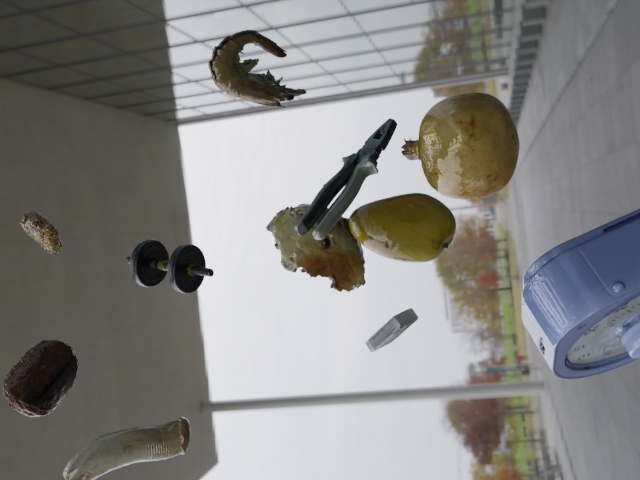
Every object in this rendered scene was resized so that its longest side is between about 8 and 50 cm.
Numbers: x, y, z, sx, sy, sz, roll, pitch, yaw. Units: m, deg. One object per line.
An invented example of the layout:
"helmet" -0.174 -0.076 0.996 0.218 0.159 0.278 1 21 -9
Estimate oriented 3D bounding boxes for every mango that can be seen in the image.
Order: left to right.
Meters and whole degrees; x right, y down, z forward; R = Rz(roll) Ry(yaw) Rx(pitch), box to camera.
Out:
"mango" 0.148 -0.024 1.394 0.098 0.195 0.137 97 178 -53

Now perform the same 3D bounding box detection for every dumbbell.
"dumbbell" -0.443 0.074 2.246 0.143 0.326 0.143 -16 -72 -57

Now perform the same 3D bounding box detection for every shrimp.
"shrimp" -0.148 -0.419 1.878 0.058 0.253 0.173 -136 54 -65

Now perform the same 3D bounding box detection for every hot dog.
"hot dog" -0.745 0.370 2.054 0.160 0.099 0.227 42 -140 -5

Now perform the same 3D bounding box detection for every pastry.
"pastry" -0.645 -0.023 1.786 0.056 0.140 0.080 -37 -39 -30
"pastry" 0.004 0.001 1.880 0.256 0.170 0.237 30 -169 -28

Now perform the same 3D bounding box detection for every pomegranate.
"pomegranate" 0.411 -0.275 2.280 0.342 0.343 0.342 -6 -90 -77

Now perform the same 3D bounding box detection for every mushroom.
"mushroom" -0.520 0.572 2.092 0.095 0.351 0.122 12 114 65

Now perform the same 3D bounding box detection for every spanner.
"spanner" 0.063 -0.132 1.601 0.324 0.096 0.040 -53 -52 -18

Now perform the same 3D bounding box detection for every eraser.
"eraser" 0.136 0.174 1.486 0.052 0.122 0.029 -19 -111 -37

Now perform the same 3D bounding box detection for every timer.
"timer" 0.538 0.108 1.314 0.173 0.395 0.395 64 -179 32
